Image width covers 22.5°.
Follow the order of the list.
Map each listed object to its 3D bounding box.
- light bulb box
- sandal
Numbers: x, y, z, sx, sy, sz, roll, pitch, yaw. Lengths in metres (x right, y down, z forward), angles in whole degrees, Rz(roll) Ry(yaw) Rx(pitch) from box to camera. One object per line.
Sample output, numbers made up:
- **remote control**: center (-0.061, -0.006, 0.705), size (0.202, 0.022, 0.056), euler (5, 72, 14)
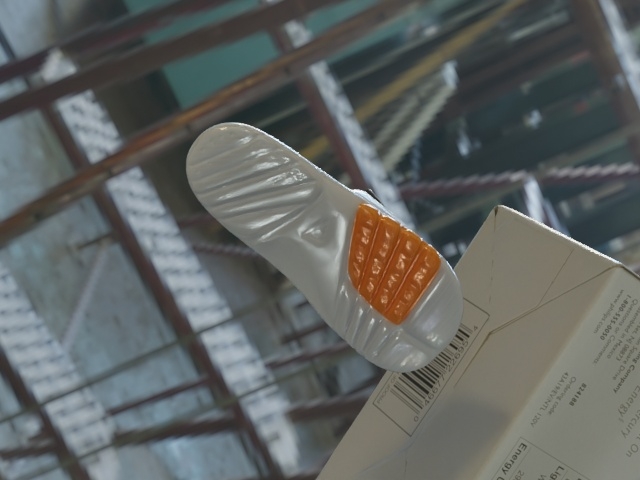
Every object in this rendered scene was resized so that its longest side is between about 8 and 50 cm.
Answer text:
- **light bulb box**: center (0.248, 0.220, 1.522), size (0.361, 0.358, 0.225), euler (33, 2, -28)
- **sandal**: center (0.007, -0.008, 1.246), size (0.265, 0.102, 0.076), euler (42, 12, -20)
